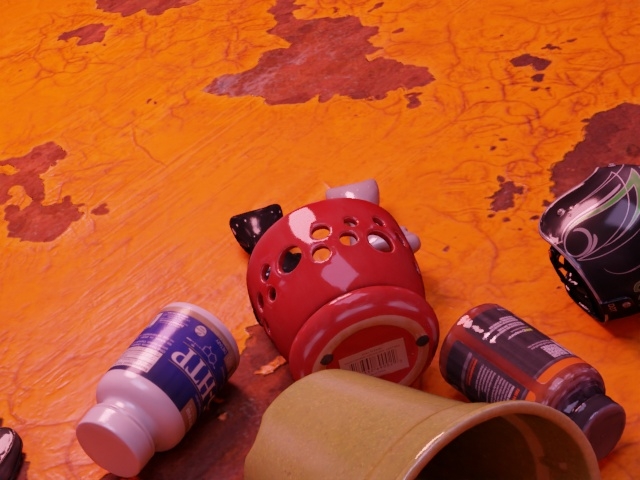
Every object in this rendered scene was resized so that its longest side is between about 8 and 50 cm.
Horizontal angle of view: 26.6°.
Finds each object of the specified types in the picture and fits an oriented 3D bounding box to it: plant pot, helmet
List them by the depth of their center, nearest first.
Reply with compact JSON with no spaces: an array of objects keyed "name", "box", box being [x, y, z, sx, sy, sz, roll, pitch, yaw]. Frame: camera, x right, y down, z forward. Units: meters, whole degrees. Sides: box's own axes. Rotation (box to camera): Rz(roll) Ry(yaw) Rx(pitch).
[{"name":"plant pot","box":[0.070,0.240,1.242,0.276,0.276,0.254,-33,30,-25]},{"name":"plant pot","box":[0.029,0.074,1.491,0.191,0.191,0.174,-18,40,-7]},{"name":"helmet","box":[0.343,-0.003,1.525,0.161,0.169,0.169,-36,41,-4]}]

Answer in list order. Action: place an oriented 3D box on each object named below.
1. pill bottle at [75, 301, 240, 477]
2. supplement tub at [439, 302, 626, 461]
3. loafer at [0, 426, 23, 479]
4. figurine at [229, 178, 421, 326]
[{"name":"pill bottle","box":[-0.181,0.166,1.494,0.112,0.112,0.187,12,45,28]},{"name":"supplement tub","box":[0.221,0.152,1.406,0.106,0.106,0.198,-31,41,-22]},{"name":"loafer","box":[-0.383,0.260,1.473,0.062,0.061,0.170,6,41,24]},{"name":"figurine","box":[0.000,0.000,1.682,0.214,0.092,0.209,-16,34,-6]}]
